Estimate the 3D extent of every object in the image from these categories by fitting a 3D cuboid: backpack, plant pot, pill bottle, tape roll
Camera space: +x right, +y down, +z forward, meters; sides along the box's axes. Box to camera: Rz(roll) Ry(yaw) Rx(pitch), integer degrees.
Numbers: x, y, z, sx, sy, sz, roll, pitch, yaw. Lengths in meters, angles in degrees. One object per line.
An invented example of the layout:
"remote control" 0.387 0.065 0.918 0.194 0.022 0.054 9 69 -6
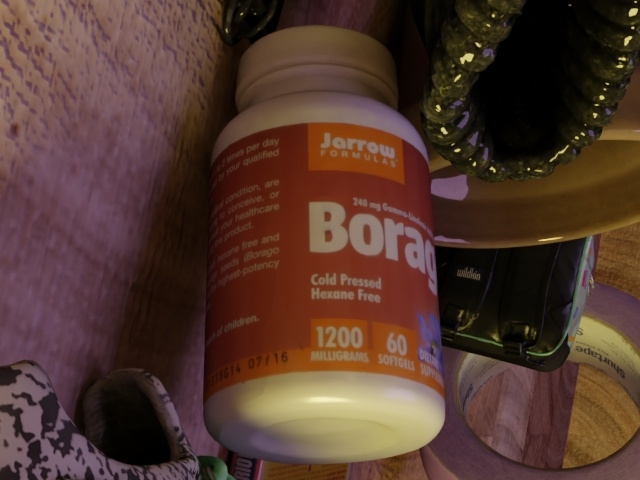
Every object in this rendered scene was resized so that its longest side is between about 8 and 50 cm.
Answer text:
"backpack" 0.175 0.018 1.073 0.144 0.166 0.188 39 65 -69
"plant pot" 0.159 -0.136 0.902 0.263 0.263 0.229 44 39 -67
"pill bottle" 0.000 0.000 0.601 0.121 0.121 0.216 58 28 -62
"tape roll" 0.230 0.167 1.126 0.090 0.275 0.274 75 30 -48

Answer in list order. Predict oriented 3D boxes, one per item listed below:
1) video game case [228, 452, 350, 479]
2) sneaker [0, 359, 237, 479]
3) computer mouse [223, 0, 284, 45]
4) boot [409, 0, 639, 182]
"video game case" -0.018 0.164 0.810 0.204 0.025 0.285 23 76 -70
"sneaker" -0.060 0.152 0.535 0.410 0.158 0.182 52 31 -67
"computer mouse" -0.021 -0.240 0.572 0.262 0.060 0.184 72 34 -53
"boot" 0.083 -0.228 0.596 0.260 0.131 0.348 -94 168 -46
